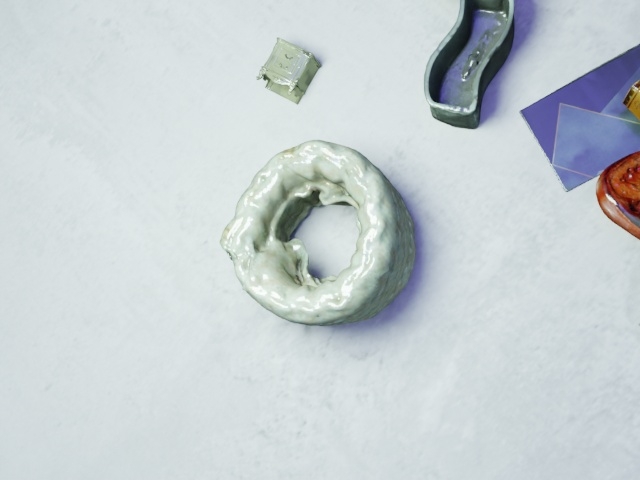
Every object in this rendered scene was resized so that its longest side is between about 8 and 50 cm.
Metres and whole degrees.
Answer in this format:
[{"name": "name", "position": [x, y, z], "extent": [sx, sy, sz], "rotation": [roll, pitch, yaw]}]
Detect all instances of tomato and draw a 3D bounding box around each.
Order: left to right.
[{"name": "tomato", "position": [0.504, -0.046, 1.281], "extent": [0.166, 0.082, 0.174], "rotation": [-26, 72, -26]}]

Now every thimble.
[{"name": "thimble", "position": [0.000, 0.000, 1.353], "extent": [0.292, 0.195, 0.291], "rotation": [-4, 78, 18]}]

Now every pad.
[{"name": "pad", "position": [0.469, -0.204, 1.364], "extent": [0.243, 0.004, 0.163], "rotation": [-29, 76, 8]}]

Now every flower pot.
[{"name": "flower pot", "position": [0.248, -0.304, 1.381], "extent": [0.103, 0.108, 0.229], "rotation": [23, 87, 16]}]

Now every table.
[{"name": "table", "position": [-0.057, -0.298, 1.479], "extent": [0.079, 0.062, 0.083], "rotation": [29, 90, 17]}]

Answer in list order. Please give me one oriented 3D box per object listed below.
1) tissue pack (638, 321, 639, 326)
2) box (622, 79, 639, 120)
[{"name": "tissue pack", "position": [0.519, 0.128, 1.260], "extent": [0.062, 0.083, 0.042], "rotation": [38, 91, 16]}, {"name": "box", "position": [0.604, -0.185, 1.280], "extent": [0.152, 0.070, 0.237], "rotation": [-37, 76, -8]}]
